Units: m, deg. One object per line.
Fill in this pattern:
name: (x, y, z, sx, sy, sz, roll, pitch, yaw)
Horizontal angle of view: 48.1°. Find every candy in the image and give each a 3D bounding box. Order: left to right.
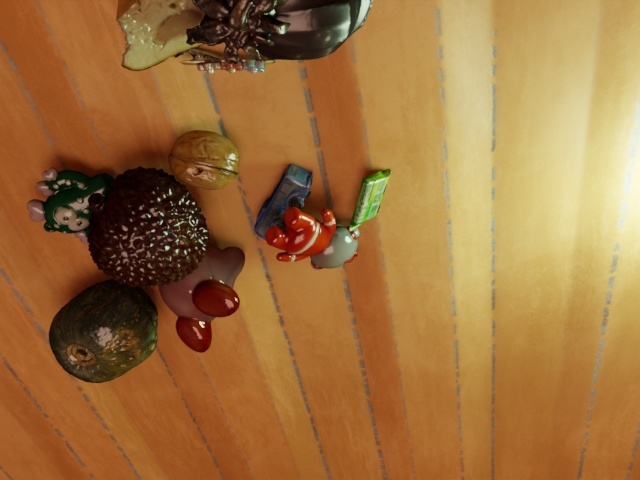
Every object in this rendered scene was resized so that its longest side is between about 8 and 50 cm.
candy: (0.128, -0.107, 1.890, 0.102, 0.032, 0.178, -23, 143, -36)

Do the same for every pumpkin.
pumpkin: (-0.631, 0.271, 2.139, 0.327, 0.257, 0.292, -21, 117, 29)

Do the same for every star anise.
star anise: (-0.160, -0.443, 1.363, 0.214, 0.099, 0.220, 21, 118, -4)

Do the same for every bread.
bread: (-0.289, -0.464, 1.460, 0.211, 0.224, 0.184, 3, 140, 2)

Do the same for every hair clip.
hair clip: (-0.212, -0.401, 1.633, 0.213, 0.062, 0.056, 7, 92, -4)

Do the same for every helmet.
helmet: (-0.036, -0.474, 1.482, 0.305, 0.177, 0.225, 0, 131, 3)

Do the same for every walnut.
walnut: (-0.284, -0.200, 1.774, 0.180, 0.144, 0.144, 20, 131, -5)

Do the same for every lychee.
lychee: (-0.435, -0.026, 1.792, 0.330, 0.306, 0.306, 30, 127, -29)

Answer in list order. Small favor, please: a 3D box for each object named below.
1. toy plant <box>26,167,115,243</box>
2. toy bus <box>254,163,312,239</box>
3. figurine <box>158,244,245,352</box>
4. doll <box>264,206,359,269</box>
toy plant: (-0.644, -0.090, 1.897, 0.232, 0.113, 0.243, 18, 128, -29)
toy bus: (-0.098, -0.095, 1.913, 0.094, 0.079, 0.237, 31, 128, -5)
figurine: (-0.346, 0.124, 1.998, 0.211, 0.262, 0.270, 25, 131, -17)
doll: (0.000, 0.000, 1.940, 0.200, 0.105, 0.336, -44, 142, 21)
